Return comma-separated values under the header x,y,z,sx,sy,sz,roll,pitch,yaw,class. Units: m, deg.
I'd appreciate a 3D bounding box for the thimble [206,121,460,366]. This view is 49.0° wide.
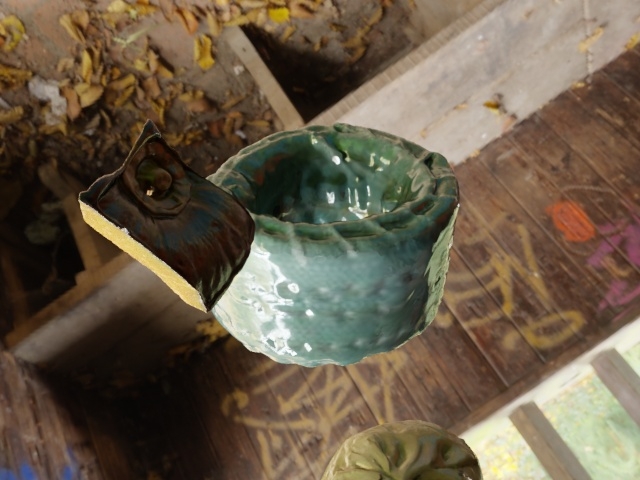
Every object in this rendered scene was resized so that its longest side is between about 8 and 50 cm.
x,y,z,sx,sy,sz,roll,pitch,yaw,class
0.000,0.000,0.615,0.235,0.198,0.143,-5,127,-11,thimble

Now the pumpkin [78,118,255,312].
x,y,z,sx,sy,sz,roll,pitch,yaw,class
-0.082,-0.010,0.375,0.035,0.073,0.101,-20,127,31,pumpkin

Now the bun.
x,y,z,sx,sy,sz,roll,pitch,yaw,class
0.100,0.329,0.859,0.237,0.210,0.116,-56,179,-22,bun
